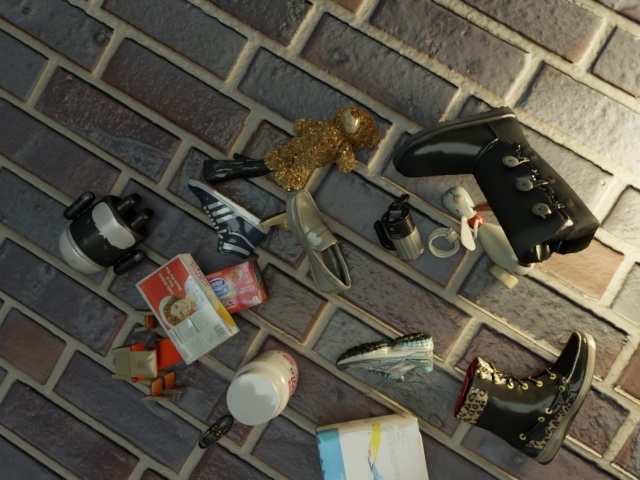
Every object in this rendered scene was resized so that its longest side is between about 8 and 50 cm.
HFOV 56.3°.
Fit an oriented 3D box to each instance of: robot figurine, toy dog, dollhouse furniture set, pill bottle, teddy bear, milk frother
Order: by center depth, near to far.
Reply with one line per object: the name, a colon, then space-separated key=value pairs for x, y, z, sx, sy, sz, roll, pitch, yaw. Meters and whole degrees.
toy dog: x=0.470 y=-0.008 z=1.630 sx=0.334 sy=0.161 sz=0.220 roll=25 pitch=92 yaw=6
pill bottle: x=-0.155 y=0.400 z=1.639 sx=0.161 sy=0.283 sz=0.160 roll=0 pitch=90 yaw=7
teddy bear: x=0.001 y=-0.270 z=1.674 sx=0.338 sy=0.113 sz=0.245 roll=-18 pitch=45 yaw=7
dollhouse furniture set: x=-0.459 y=0.325 z=1.688 sx=0.135 sy=0.259 sz=0.261 roll=-3 pitch=91 yaw=16
milk frother: x=0.239 y=-0.042 z=1.696 sx=0.143 sy=0.129 sz=0.134 roll=-43 pitch=123 yaw=-23
robot figurine: x=-0.628 y=-0.023 z=1.756 sx=0.278 sy=0.173 sz=0.209 roll=-37 pitch=62 yaw=5

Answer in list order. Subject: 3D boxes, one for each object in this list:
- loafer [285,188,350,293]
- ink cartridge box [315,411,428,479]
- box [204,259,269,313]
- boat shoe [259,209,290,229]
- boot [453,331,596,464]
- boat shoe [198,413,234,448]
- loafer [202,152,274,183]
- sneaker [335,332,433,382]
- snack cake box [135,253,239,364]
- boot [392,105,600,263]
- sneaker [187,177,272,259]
loafer: x=0.000 y=0.000 z=1.678 sx=0.112 sy=0.112 sz=0.319 roll=-9 pitch=110 yaw=47
ink cartridge box: x=0.134 y=0.590 z=1.615 sx=0.270 sy=0.198 sz=0.197 roll=-9 pitch=79 yaw=-3
box: x=-0.294 y=0.155 z=1.736 sx=0.257 sy=0.122 sz=0.128 roll=-19 pitch=89 yaw=7
boat shoe: x=-0.091 y=-0.058 z=1.721 sx=0.170 sy=0.063 sz=0.059 roll=-20 pitch=100 yaw=-24
boot: x=0.556 y=0.390 z=1.636 sx=0.285 sy=0.138 sz=0.377 roll=22 pitch=98 yaw=6
boat shoe: x=-0.309 y=0.570 z=1.778 sx=0.133 sy=0.042 sz=0.049 roll=-44 pitch=83 yaw=3
loafer: x=-0.238 y=-0.222 z=1.755 sx=0.224 sy=0.076 sz=0.078 roll=-8 pitch=80 yaw=2
sneaker: x=0.185 y=0.349 z=1.690 sx=0.283 sy=0.110 sz=0.122 roll=-12 pitch=92 yaw=7
snack cake box: x=-0.363 y=0.185 z=1.638 sx=0.152 sy=0.089 sz=0.264 roll=-34 pitch=86 yaw=8
boot: x=0.432 y=-0.121 z=1.540 sx=0.367 sy=0.146 sz=0.444 roll=-22 pitch=59 yaw=2
sneaker: x=-0.298 y=-0.058 z=1.751 sx=0.282 sy=0.099 sz=0.153 roll=33 pitch=92 yaw=3
